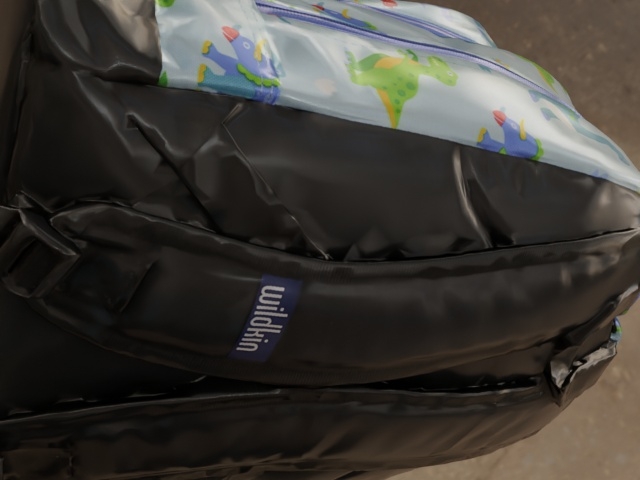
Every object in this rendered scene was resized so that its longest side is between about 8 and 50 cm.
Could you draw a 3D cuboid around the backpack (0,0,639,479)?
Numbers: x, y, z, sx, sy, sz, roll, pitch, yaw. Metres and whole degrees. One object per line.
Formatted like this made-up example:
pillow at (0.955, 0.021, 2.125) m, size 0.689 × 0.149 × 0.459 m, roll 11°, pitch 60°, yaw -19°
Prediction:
backpack at (0.000, 0.000, 0.587) m, size 0.356 × 0.290 × 0.273 m, roll 8°, pitch 32°, yaw -17°
